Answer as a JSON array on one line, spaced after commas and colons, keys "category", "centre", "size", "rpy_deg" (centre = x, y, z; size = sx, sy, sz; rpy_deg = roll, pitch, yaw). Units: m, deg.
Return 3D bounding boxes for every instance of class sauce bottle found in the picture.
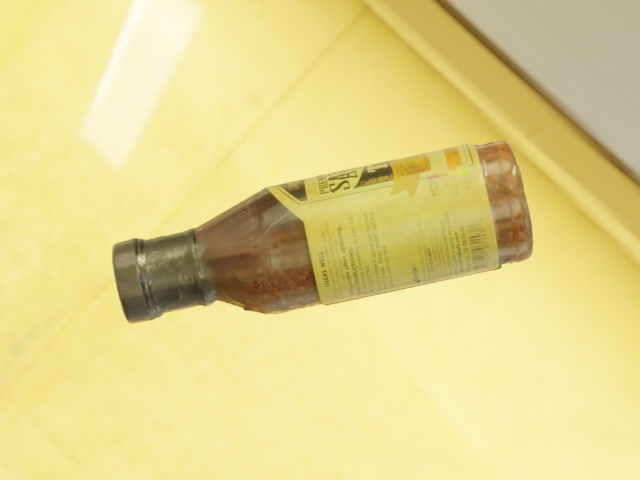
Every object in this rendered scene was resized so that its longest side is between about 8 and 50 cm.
[{"category": "sauce bottle", "centre": [0.000, 0.000, 0.575], "size": [0.042, 0.128, 0.042], "rpy_deg": [169, -90, -89]}]
